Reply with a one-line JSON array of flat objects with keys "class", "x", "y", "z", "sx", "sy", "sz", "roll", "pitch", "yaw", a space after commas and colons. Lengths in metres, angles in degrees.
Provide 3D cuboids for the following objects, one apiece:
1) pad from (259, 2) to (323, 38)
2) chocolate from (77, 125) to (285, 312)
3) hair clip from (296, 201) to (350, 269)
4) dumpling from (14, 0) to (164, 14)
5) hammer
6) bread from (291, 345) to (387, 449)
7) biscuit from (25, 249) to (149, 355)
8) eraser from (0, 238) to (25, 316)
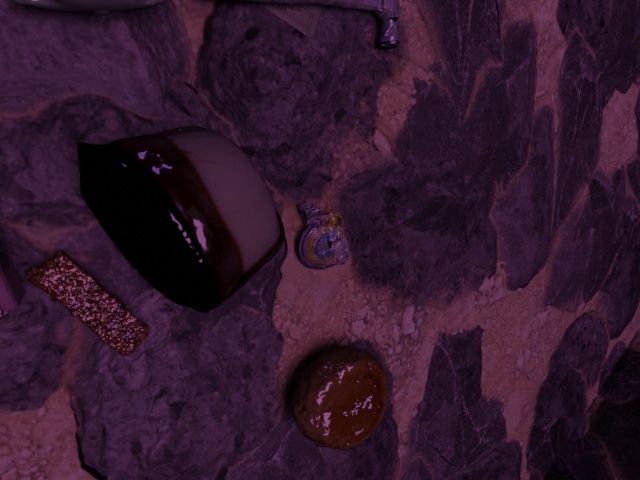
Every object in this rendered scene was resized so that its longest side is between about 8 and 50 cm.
[{"class": "pad", "x": -0.034, "y": -0.528, "z": 0.725, "sx": 0.160, "sy": 0.009, "sz": 0.265, "roll": 17, "pitch": 91, "yaw": -36}, {"class": "chocolate", "x": -0.187, "y": -0.047, "z": 0.597, "sx": 0.186, "sy": 0.284, "sz": 0.283, "roll": -46, "pitch": 123, "yaw": -36}, {"class": "hair clip", "x": 0.000, "y": 0.000, "z": 0.846, "sx": 0.116, "sy": 0.049, "sz": 0.172, "roll": -26, "pitch": 122, "yaw": -13}, {"class": "dumpling", "x": -0.304, "y": -0.370, "z": 0.536, "sx": 0.217, "sy": 0.149, "sz": 0.105, "roll": -25, "pitch": 152, "yaw": -21}, {"class": "hammer", "x": -0.016, "y": -0.433, "z": 0.732, "sx": 0.427, "sy": 0.044, "sz": 0.152, "roll": -16, "pitch": 110, "yaw": -31}, {"class": "bread", "x": 0.041, "y": 0.340, "z": 0.897, "sx": 0.230, "sy": 0.123, "sz": 0.229, "roll": -4, "pitch": 99, "yaw": -29}, {"class": "biscuit", "x": -0.354, "y": 0.102, "z": 0.631, "sx": 0.064, "sy": 0.034, "sz": 0.199, "roll": -45, "pitch": 121, "yaw": -19}, {"class": "eraser", "x": -0.544, "y": -0.040, "z": 0.425, "sx": 0.272, "sy": 0.122, "sz": 0.359, "roll": -22, "pitch": 111, "yaw": -26}]
